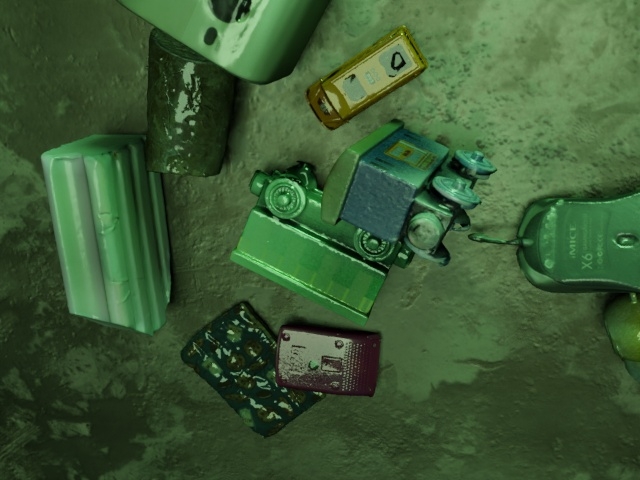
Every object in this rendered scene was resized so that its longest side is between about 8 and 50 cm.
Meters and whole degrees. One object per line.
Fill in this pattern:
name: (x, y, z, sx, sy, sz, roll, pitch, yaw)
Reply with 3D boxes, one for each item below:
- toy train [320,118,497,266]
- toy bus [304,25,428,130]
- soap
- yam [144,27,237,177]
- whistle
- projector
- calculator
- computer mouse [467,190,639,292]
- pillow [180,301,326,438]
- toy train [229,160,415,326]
toy train: (0.136, -0.082, 0.997, 0.201, 0.299, 0.131, 27, 115, 11)
toy bus: (0.065, -0.247, 1.061, 0.194, 0.088, 0.083, -31, 101, 20)
soap: (-0.351, 0.001, 1.176, 0.114, 0.208, 0.347, 2, 110, 14)
yam: (-0.212, -0.217, 1.105, 0.153, 0.154, 0.255, 13, 108, 8)
whistle: (0.527, 0.169, 1.095, 0.122, 0.123, 0.223, -17, 112, 17)
projector: (-0.106, -0.395, 0.960, 0.248, 0.248, 0.249, 32, 113, 0)
calculator: (0.011, 0.222, 1.250, 0.190, 0.034, 0.127, 5, 103, 3)
computer mouse: (0.423, 0.006, 1.066, 0.379, 0.090, 0.167, 3, 76, 23)
pillow: (-0.132, 0.255, 1.314, 0.189, 0.034, 0.255, -39, 99, 23)
toy train: (0.000, 0.000, 1.146, 0.300, 0.120, 0.203, 26, 115, 3)
